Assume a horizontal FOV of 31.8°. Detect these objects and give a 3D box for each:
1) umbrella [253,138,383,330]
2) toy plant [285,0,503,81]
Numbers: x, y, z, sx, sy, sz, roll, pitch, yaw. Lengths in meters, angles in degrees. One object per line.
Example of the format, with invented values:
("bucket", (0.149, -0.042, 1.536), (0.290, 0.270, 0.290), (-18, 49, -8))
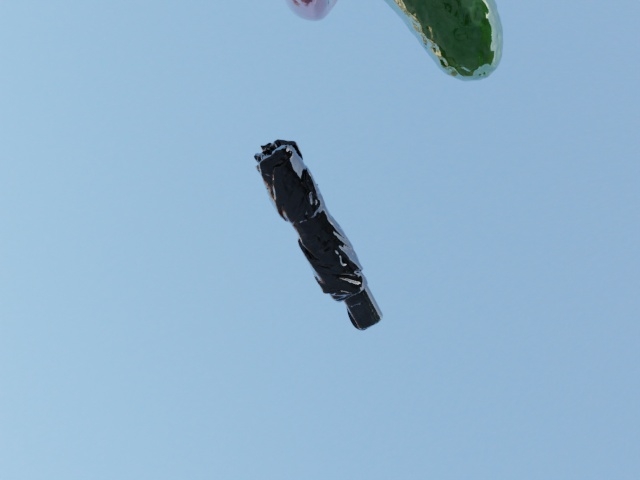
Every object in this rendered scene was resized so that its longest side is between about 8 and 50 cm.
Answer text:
("umbrella", (0.000, 0.000, 1.203), (0.059, 0.066, 0.235), (-19, -69, 23))
("toy plant", (0.042, -0.341, 1.124), (0.356, 0.210, 0.316), (13, -114, 9))
